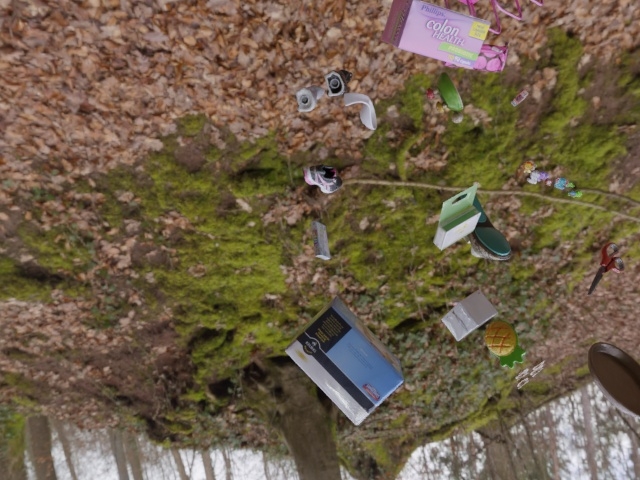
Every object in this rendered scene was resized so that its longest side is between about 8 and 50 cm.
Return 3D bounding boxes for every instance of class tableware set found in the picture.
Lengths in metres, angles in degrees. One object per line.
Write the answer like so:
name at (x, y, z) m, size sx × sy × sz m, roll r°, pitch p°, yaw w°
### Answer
tableware set at (0.861, 0.543, 1.798) m, size 0.141 × 0.020 × 0.168 m, roll -35°, pitch 140°, yaw -1°

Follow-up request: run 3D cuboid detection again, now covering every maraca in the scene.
maraca at (0.689, 0.386, 1.644) m, size 0.099 × 0.185 × 0.127 m, roll 18°, pitch 128°, yaw -35°

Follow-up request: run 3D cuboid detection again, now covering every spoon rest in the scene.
spoon rest at (0.198, -0.576, 1.922) m, size 0.084 × 0.137 × 0.276 m, roll -9°, pitch 171°, yaw 28°

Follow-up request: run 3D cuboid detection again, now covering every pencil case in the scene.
pencil case at (0.531, -0.640, 1.509) m, size 0.209 × 0.095 × 0.098 m, roll 8°, pitch -173°, yaw 10°

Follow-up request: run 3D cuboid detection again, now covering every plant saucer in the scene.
plant saucer at (1.014, 0.472, 1.470) m, size 0.278 × 0.278 × 0.041 m, roll -12°, pitch 145°, yaw -37°

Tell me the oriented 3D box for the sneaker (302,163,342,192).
sneaker at (0.025, -0.193, 1.355) m, size 0.077 × 0.072 × 0.178 m, roll -12°, pitch 172°, yaw 32°

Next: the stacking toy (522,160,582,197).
stacking toy at (0.932, -0.248, 1.766) m, size 0.221 × 0.052 × 0.167 m, roll 23°, pitch -152°, yaw 9°

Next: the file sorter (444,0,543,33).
file sorter at (0.545, -0.760, 1.320) m, size 0.202 × 0.182 × 0.291 m, roll -7°, pitch 171°, yaw -42°

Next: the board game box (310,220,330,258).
board game box at (0.000, 0.000, 1.900) m, size 0.026 × 0.154 × 0.103 m, roll -15°, pitch 163°, yaw 22°

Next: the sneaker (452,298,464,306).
sneaker at (0.738, 0.325, 2.174) m, size 0.158 × 0.064 × 0.061 m, roll -5°, pitch -167°, yaw 34°

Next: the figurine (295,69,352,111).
figurine at (0.017, -0.593, 1.710) m, size 0.215 × 0.092 × 0.209 m, roll -20°, pitch -160°, yaw 25°

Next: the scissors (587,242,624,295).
scissors at (0.931, 0.088, 1.454) m, size 0.297 × 0.109 × 0.021 m, roll -19°, pitch 177°, yaw -33°

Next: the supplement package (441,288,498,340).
supplement package at (0.542, 0.276, 1.605) m, size 0.105 × 0.105 × 0.179 m, roll -24°, pitch 156°, yaw -22°

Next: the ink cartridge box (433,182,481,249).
ink cartridge box at (0.512, -0.083, 1.615) m, size 0.171 × 0.056 × 0.235 m, roll -28°, pitch 149°, yaw -16°

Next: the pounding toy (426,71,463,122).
pounding toy at (0.547, -0.626, 1.954) m, size 0.110 × 0.183 × 0.237 m, roll -27°, pitch 154°, yaw 14°

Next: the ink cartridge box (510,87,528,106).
ink cartridge box at (0.951, -0.679, 2.081) m, size 0.063 × 0.029 × 0.115 m, roll -41°, pitch 175°, yaw 9°

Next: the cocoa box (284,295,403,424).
cocoa box at (0.089, 0.404, 1.537) m, size 0.228 × 0.347 × 0.231 m, roll -45°, pitch 177°, yaw 6°

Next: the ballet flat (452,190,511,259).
ballet flat at (0.762, -0.038, 2.124) m, size 0.164 × 0.182 × 0.482 m, roll -1°, pitch -136°, yaw -13°

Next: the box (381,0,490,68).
box at (0.305, -0.574, 1.208) m, size 0.214 × 0.117 × 0.243 m, roll 11°, pitch -153°, yaw -10°
